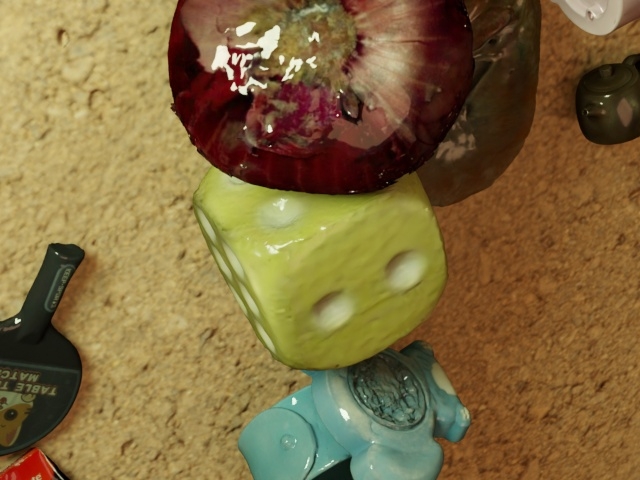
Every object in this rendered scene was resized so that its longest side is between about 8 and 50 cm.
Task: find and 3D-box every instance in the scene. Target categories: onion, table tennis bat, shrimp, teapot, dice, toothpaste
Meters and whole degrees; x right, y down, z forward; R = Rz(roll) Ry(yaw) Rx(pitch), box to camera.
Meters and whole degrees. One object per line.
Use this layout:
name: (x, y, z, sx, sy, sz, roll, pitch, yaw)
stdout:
onion: (-0.003, -0.151, 1.079, 0.252, 0.219, 0.252, 0, 89, -6)
table tennis bat: (-0.270, 0.102, 1.204, 0.150, 0.027, 0.236, 13, 117, -37)
shrimp: (0.123, -0.159, 1.223, 0.168, 0.077, 0.317, -16, 132, -18)
teapot: (0.291, -0.146, 1.337, 0.121, 0.076, 0.068, -46, 130, -33)
dice: (0.000, 0.000, 1.196, 0.169, 0.166, 0.169, -28, 132, -11)
toothpaste: (-0.247, 0.271, 1.328, 0.071, 0.045, 0.193, -35, 128, 5)

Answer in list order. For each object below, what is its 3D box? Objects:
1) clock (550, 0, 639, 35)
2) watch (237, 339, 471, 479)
clock: (0.244, -0.285, 1.018, 0.080, 0.290, 0.275, -27, 116, -14)
watch: (0.025, 0.201, 1.366, 0.211, 0.211, 0.193, 8, 138, -35)
